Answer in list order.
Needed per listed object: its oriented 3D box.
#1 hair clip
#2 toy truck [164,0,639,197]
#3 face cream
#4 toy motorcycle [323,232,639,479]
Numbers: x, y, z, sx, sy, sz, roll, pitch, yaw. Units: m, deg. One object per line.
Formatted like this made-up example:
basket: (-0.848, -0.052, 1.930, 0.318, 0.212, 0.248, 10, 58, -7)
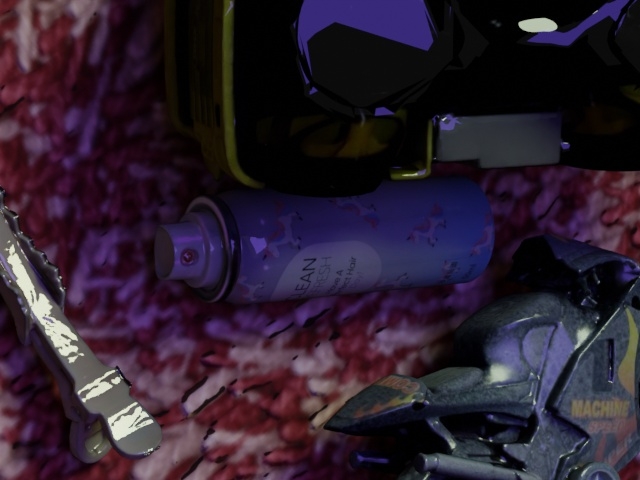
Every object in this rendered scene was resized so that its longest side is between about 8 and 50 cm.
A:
hair clip: (-0.171, 0.036, 1.107, 0.034, 0.072, 0.226, -33, 92, -35)
toy truck: (0.098, -0.135, 1.181, 0.405, 0.254, 0.181, -5, 102, -24)
face cream: (0.000, 0.000, 1.198, 0.229, 0.075, 0.075, -5, 86, -31)
toy motorcycle: (0.140, 0.098, 1.244, 0.307, 0.108, 0.173, -33, 105, -31)
